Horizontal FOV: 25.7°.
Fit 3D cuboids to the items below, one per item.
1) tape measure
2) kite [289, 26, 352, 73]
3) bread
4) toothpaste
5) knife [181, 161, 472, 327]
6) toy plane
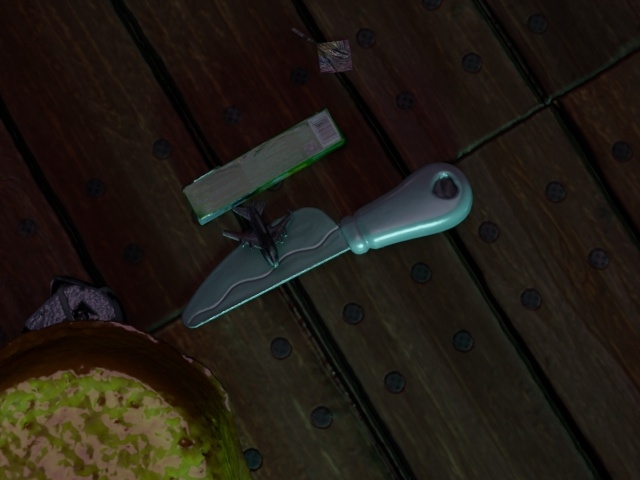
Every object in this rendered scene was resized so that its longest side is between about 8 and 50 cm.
[{"bbox_3d":[-0.247,0.083,1.445,0.094,0.054,0.091,30,88,9],"label":"tape measure"},{"bbox_3d":[0.000,-0.202,1.515,0.078,0.002,0.044,13,80,3],"label":"kite"},{"bbox_3d":[-0.216,0.230,1.347,0.312,0.172,0.312,0,92,-2],"label":"bread"},{"bbox_3d":[-0.059,-0.079,1.478,0.178,0.037,0.043,-30,83,-3],"label":"toothpaste"},{"bbox_3d":[0.000,-0.002,1.464,0.331,0.044,0.080,-22,72,2],"label":"knife"},{"bbox_3d":[-0.060,-0.006,1.449,0.079,0.031,0.083,-15,65,-18],"label":"toy plane"}]
